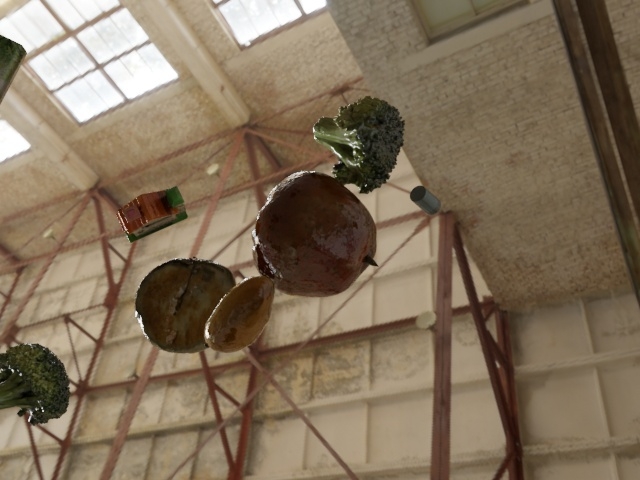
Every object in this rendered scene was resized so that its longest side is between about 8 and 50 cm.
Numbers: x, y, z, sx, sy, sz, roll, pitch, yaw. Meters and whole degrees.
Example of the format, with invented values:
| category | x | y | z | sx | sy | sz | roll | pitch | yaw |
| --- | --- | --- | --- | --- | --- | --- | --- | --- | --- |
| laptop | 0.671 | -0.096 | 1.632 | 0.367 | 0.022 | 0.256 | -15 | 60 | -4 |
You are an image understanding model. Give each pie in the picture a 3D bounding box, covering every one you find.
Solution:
| category | x | y | z | sx | sy | sz | roll | pitch | yaw |
| --- | --- | --- | --- | --- | --- | --- | --- | --- | --- |
| pie | -0.413 | 0.197 | 1.967 | 0.340 | 0.077 | 0.338 | 0 | -108 | 0 |

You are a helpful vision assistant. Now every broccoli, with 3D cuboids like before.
| category | x | y | z | sx | sy | sz | roll | pitch | yaw |
| --- | --- | --- | --- | --- | --- | --- | --- | --- | --- |
| broccoli | -0.697 | 0.352 | 1.514 | 0.176 | 0.197 | 0.226 | -2 | -145 | -18 |
| broccoli | 0.113 | -0.311 | 2.016 | 0.281 | 0.348 | 0.293 | 22 | -86 | 21 |

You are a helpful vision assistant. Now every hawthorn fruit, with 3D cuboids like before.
| category | x | y | z | sx | sy | sz | roll | pitch | yaw |
| --- | --- | --- | --- | --- | --- | --- | --- | --- | --- |
| hawthorn fruit | 0.000 | 0.000 | 1.925 | 0.403 | 0.402 | 0.402 | -22 | -142 | 19 |

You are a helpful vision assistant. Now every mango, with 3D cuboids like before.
| category | x | y | z | sx | sy | sz | roll | pitch | yaw |
| --- | --- | --- | --- | --- | --- | --- | --- | --- | --- |
| mango | -0.174 | 0.163 | 1.412 | 0.227 | 0.147 | 0.109 | -52 | -125 | 24 |

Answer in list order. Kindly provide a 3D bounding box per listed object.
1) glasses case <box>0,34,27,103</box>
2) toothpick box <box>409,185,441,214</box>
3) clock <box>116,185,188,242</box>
| category | x | y | z | sx | sy | sz | roll | pitch | yaw |
| --- | --- | --- | --- | --- | --- | --- | --- | --- | --- |
| glasses case | -0.815 | -0.365 | 1.511 | 0.062 | 0.095 | 0.272 | 158 | -46 | -75 |
| toothpick box | 0.283 | -0.108 | 1.693 | 0.052 | 0.083 | 0.052 | -22 | -127 | 32 |
| clock | -0.564 | -0.099 | 2.087 | 0.220 | 0.106 | 0.255 | -25 | 178 | -13 |
